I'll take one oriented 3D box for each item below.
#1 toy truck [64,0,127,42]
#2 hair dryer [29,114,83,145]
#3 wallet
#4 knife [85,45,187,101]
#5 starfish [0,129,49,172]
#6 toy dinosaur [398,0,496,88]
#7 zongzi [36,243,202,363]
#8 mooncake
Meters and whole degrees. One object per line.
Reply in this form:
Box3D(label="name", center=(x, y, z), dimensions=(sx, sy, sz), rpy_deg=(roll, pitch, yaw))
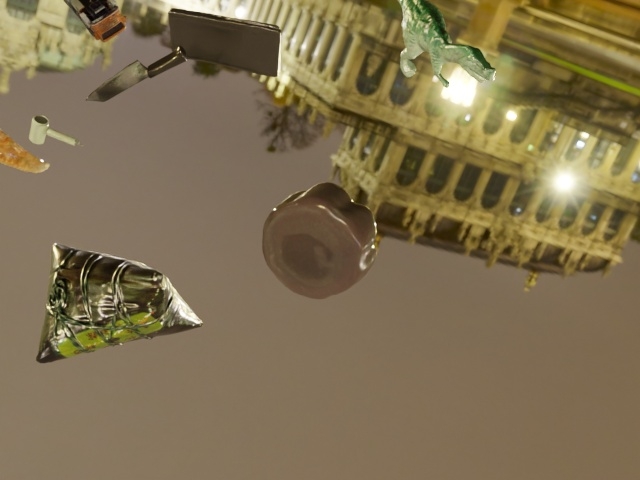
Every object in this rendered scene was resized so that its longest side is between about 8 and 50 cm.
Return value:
Box3D(label="toy truck", center=(-0.504, -0.518, 1.564), dimensions=(0.192, 0.083, 0.092), rpy_deg=(48, 169, 23))
Box3D(label="hair dryer", center=(-0.625, -0.246, 1.698), dimensions=(0.124, 0.063, 0.038), rpy_deg=(21, -140, -14))
Box3D(label="wallet", center=(-0.203, -0.424, 1.533), dimensions=(0.244, 0.124, 0.025), rpy_deg=(11, -130, 3))
Box3D(label="knife", center=(-0.381, -0.338, 1.459), dimensions=(0.028, 0.230, 0.060), rpy_deg=(68, -170, 25))
Box3D(label="starfish", center=(-0.584, -0.191, 0.914), dimensions=(0.384, 0.398, 0.132), rpy_deg=(61, 175, -24))
Box3D(label="toy dinosaur", center=(0.127, -0.335, 1.090), dimensions=(0.076, 0.129, 0.383), rpy_deg=(-27, -120, -23))
Box3D(label="zongzi", center=(-0.475, 0.167, 1.786), dimensions=(0.383, 0.319, 0.362), rpy_deg=(-8, 153, 16))
Box3D(label="mooncake", center=(0.000, 0.000, 1.502), dimensions=(0.245, 0.245, 0.133), rpy_deg=(27, -141, 16))
